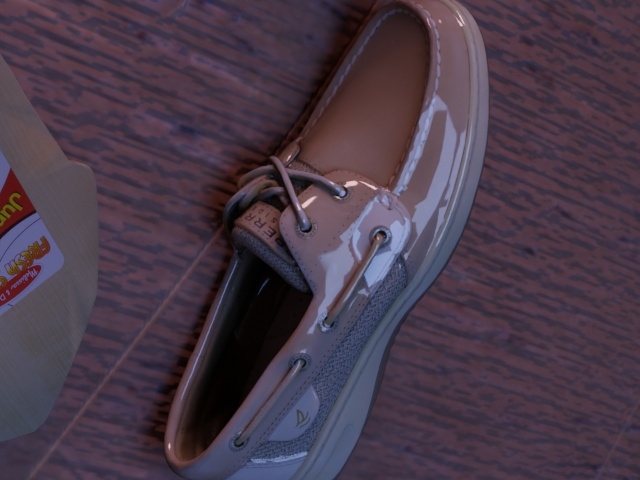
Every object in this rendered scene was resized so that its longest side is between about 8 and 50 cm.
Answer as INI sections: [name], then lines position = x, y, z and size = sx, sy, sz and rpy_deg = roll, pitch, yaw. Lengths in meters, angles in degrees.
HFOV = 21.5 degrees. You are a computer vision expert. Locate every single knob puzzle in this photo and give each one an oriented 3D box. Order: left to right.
[knob puzzle]
position = -0.191, 0.021, 0.835
size = 0.213, 0.030, 0.213
rpy_deg = -12, 111, -36

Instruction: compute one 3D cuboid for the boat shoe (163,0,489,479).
[boat shoe]
position = 0.000, 0.000, 0.933
size = 0.098, 0.109, 0.302
rpy_deg = 16, 99, -42
